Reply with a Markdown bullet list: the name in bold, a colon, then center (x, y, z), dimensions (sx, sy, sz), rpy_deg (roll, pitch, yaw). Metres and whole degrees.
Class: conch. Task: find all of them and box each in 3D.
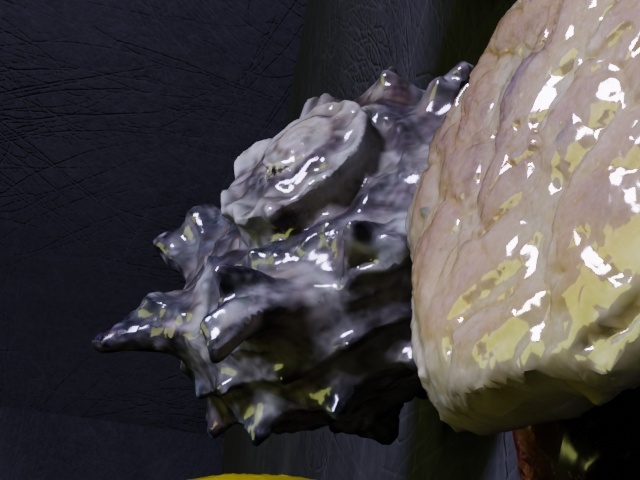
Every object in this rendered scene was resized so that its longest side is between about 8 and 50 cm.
- **conch**: center (0.013, -0.002, 0.896), dimensions (0.240, 0.186, 0.313), rpy_deg (-53, -7, 13)

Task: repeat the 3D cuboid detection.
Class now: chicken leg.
- **chicken leg**: center (0.088, 0.051, 0.621), dimensions (0.253, 0.051, 0.106), rpy_deg (-112, 25, -85)

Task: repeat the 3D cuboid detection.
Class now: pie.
- **pie**: center (0.087, -0.033, 0.484), dimensions (0.218, 0.052, 0.185), rpy_deg (-57, 15, 27)

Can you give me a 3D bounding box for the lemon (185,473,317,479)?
- **lemon**: center (-0.017, 0.192, 0.576), dimensions (0.219, 0.240, 0.240), rpy_deg (-42, 26, 28)
